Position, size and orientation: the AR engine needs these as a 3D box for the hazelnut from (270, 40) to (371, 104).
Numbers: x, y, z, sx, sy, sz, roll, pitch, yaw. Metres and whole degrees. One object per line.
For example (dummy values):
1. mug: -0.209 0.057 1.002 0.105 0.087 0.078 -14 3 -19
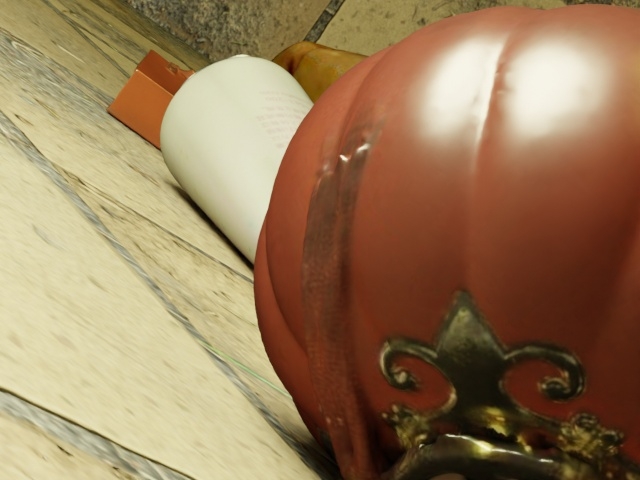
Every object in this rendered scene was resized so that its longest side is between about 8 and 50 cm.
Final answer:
1. hazelnut: 0.027 -0.056 1.605 0.181 0.180 0.212 18 -3 -37

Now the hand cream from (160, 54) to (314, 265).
1. hand cream: 0.000 0.000 1.384 0.185 0.118 0.358 36 11 -41

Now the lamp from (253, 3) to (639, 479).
1. lamp: 0.118 0.027 0.906 0.303 0.257 0.303 15 -34 10

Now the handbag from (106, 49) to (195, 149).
1. handbag: -0.118 -0.108 1.759 0.127 0.063 0.190 35 8 -6
